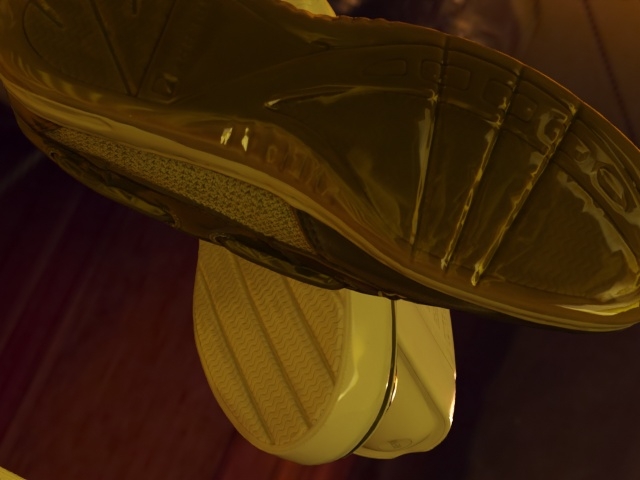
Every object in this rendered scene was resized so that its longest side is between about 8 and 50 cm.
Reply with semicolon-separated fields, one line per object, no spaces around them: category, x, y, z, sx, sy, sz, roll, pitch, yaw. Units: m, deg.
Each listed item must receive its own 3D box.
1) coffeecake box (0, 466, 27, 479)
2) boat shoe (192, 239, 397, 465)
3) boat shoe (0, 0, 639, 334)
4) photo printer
coffeecake box;-0.197;0.154;0.792;0.185;0.068;0.142;33;123;-31
boat shoe;0.000;0.000;0.994;0.119;0.335;0.121;31;118;-33
boat shoe;0.003;-0.025;0.559;0.223;0.080;0.073;21;155;3
photo printer;0.016;0.003;1.295;0.107;0.256;0.307;-15;147;12
